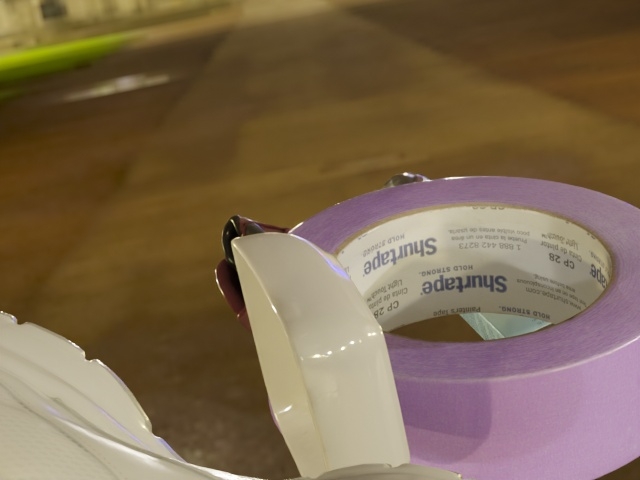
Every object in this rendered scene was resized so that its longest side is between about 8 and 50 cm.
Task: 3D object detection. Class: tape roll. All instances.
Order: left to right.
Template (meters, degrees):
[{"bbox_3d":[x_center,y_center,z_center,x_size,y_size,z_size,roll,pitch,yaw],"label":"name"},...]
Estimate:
[{"bbox_3d":[0.098,0.055,1.158,0.274,0.090,0.275,-5,27,2],"label":"tape roll"}]

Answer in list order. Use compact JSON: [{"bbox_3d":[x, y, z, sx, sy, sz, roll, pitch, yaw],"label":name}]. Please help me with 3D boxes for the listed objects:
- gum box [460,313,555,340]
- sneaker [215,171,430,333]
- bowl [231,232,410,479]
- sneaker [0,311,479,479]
[{"bbox_3d":[0.214,0.043,1.716,0.157,0.041,0.184,-24,30,-11],"label":"gum box"},{"bbox_3d":[0.000,0.000,1.575,0.162,0.106,0.281,29,38,-4],"label":"sneaker"},{"bbox_3d":[0.004,0.071,0.943,0.053,0.142,0.142,-18,30,-8],"label":"bowl"},{"bbox_3d":[-0.040,0.114,0.547,0.297,0.111,0.129,17,12,12],"label":"sneaker"}]
